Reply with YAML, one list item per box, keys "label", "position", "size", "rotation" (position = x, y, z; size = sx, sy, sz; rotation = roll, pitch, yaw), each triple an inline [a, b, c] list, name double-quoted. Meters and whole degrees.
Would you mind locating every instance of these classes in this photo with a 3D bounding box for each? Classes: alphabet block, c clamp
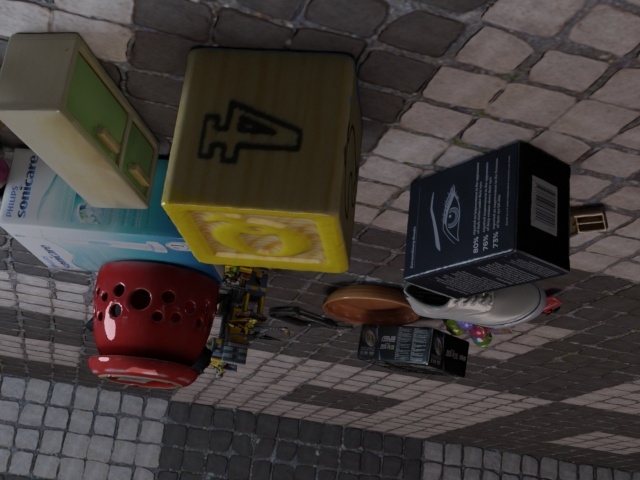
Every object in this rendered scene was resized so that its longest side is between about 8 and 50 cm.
- label: "alphabet block"
  position: [-0.057, -0.088, 1.031]
  size: [0.194, 0.197, 0.192]
  rotation: [3, 160, 9]
- label: "c clamp"
  position: [-0.029, 0.174, 1.982]
  size: [0.161, 0.022, 0.137]
  rotation: [20, 161, -35]

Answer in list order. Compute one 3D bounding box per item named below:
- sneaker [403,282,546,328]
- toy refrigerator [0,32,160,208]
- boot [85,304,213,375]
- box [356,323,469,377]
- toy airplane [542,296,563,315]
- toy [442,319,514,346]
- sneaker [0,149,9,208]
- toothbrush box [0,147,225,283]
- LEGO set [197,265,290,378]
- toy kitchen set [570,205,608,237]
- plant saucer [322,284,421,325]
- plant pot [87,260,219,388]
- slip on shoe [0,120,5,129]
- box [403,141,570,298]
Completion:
- label: "sneaker"
  position: [0.269, 0.106, 1.595]
  size: [0.258, 0.094, 0.091]
  rotation: [-5, 161, 29]
- label: "toy refrigerator"
  position: [-0.288, -0.138, 1.105]
  size: [0.094, 0.102, 0.269]
  rotation: [2, 159, 12]
- label: "boot"
  position: [-0.323, 0.189, 1.679]
  size: [0.207, 0.094, 0.246]
  rotation: [49, 146, -11]
- label: "box"
  position: [0.191, 0.227, 1.841]
  size: [0.180, 0.077, 0.147]
  rotation: [-2, 163, 41]
- label: "toy airplane"
  position: [0.383, 0.118, 1.686]
  size: [0.151, 0.028, 0.151]
  rotation: [5, 158, 2]
- label: "toy"
  position: [0.306, 0.172, 1.816]
  size: [0.137, 0.056, 0.237]
  rotation: [-3, 157, 23]
- label: "sneaker"
  position: [-0.509, -0.111, 1.267]
  size: [0.111, 0.102, 0.252]
  rotation: [-1, 165, 7]
- label: "toothbrush box"
  position: [-0.300, -0.032, 1.354]
  size: [0.296, 0.126, 0.216]
  rotation: [4, 161, 6]
- label: "LEGO set"
  position: [-0.227, 0.162, 1.756]
  size: [0.255, 0.192, 0.331]
  rotation: [16, 158, -22]
- label: "toy kitchen set"
  position: [0.356, -0.028, 1.258]
  size: [0.075, 0.083, 0.068]
  rotation: [-6, 115, 29]
- label: "plant saucer"
  position: [0.104, 0.129, 1.792]
  size: [0.200, 0.037, 0.200]
  rotation: [5, 160, 2]
- label: "plant pot"
  position: [-0.262, 0.137, 1.388]
  size: [0.191, 0.174, 0.191]
  rotation: [4, 164, 1]
- label: "slip on shoe"
  position: [-0.433, -0.183, 1.123]
  size: [0.041, 0.051, 0.135]
  rotation: [-32, 150, -8]
- label: "box"
  position: [0.220, -0.020, 1.193]
  size: [0.108, 0.153, 0.207]
  rotation: [20, 157, -33]
